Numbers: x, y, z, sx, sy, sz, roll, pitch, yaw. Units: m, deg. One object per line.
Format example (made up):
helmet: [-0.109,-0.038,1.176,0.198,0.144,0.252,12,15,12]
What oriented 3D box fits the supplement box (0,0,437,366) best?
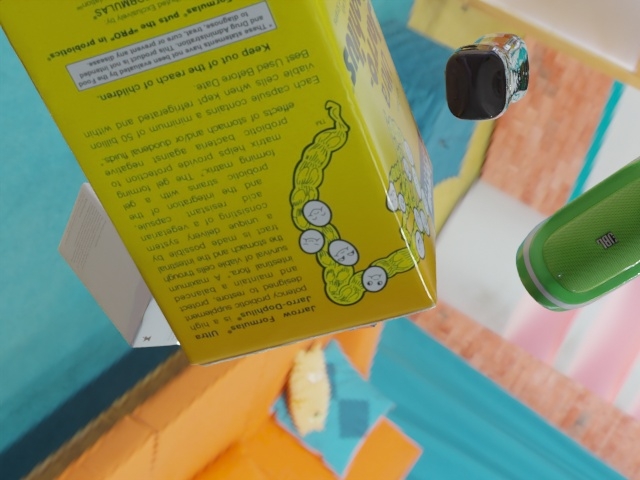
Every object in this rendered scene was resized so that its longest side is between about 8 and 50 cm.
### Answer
supplement box: [-0.061,-0.118,0.804,0.194,0.195,0.356,-84,155,-54]

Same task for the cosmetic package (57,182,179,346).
cosmetic package: [-0.253,0.029,1.512,0.085,0.231,0.117,1,123,-44]

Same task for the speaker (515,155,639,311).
speaker: [0.382,-0.019,1.415,0.131,0.131,0.296,-37,178,-46]

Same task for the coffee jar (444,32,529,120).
coffee jar: [0.213,-0.208,1.439,0.184,0.079,0.096,-39,127,-64]

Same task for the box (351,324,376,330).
box: [0.000,0.000,1.626,0.163,0.247,0.142,-58,-173,-13]
